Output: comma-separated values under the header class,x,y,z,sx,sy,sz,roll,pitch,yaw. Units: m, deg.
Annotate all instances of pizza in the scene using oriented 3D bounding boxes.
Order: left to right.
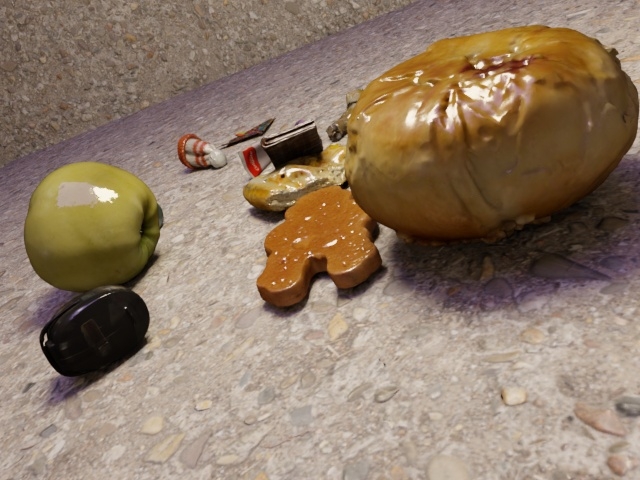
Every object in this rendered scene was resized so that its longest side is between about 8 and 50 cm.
class,x,y,z,sx,sy,sz,roll,pitch,yaw
pizza,-0.016,-0.142,1.319,0.296,0.071,0.189,-22,20,-11

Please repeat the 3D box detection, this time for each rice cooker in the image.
class,x,y,z,sx,sy,sz,roll,pitch,yaw
rice cooker,-0.352,0.137,0.991,0.165,0.112,0.106,-29,19,-18

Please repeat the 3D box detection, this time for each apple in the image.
class,x,y,z,sx,sy,sz,roll,pitch,yaw
apple,-0.453,-0.022,1.262,0.262,0.262,0.262,-19,24,9

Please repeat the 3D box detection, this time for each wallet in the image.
class,x,y,z,sx,sy,sz,roll,pitch,yaw
wallet,-0.055,-0.199,1.377,0.124,0.042,0.230,-23,-12,1

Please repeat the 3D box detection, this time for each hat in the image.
class,x,y,z,sx,sy,sz,roll,pitch,yaw
hat,-0.326,-0.246,1.801,0.162,0.112,0.094,10,67,35

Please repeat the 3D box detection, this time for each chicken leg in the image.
class,x,y,z,sx,sy,sz,roll,pitch,yaw
chicken leg,0.095,-0.329,1.604,0.196,0.080,0.125,-24,37,-1

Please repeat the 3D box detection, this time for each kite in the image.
class,x,y,z,sx,sy,sz,roll,pitch,yaw
kite,-0.214,-0.341,1.976,0.241,0.014,0.183,-37,25,-29

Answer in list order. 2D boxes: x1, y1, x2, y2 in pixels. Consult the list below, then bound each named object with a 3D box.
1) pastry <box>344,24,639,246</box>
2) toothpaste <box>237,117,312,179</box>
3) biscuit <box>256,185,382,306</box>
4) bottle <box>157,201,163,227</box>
class,x,y,z,sx,sy,sz,roll,pitch,yaw
pastry,0.227,-0.142,0.890,0.409,0.245,0.410,-19,28,10
toothpaste,-0.106,-0.251,1.632,0.048,0.075,0.301,20,40,25
biscuit,0.000,0.000,1.044,0.202,0.047,0.334,-18,27,9
bottle,-0.516,-0.037,1.530,0.286,0.082,0.082,-10,27,26
